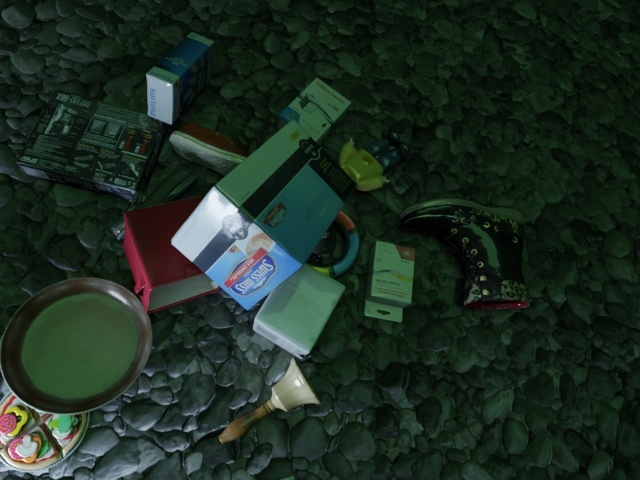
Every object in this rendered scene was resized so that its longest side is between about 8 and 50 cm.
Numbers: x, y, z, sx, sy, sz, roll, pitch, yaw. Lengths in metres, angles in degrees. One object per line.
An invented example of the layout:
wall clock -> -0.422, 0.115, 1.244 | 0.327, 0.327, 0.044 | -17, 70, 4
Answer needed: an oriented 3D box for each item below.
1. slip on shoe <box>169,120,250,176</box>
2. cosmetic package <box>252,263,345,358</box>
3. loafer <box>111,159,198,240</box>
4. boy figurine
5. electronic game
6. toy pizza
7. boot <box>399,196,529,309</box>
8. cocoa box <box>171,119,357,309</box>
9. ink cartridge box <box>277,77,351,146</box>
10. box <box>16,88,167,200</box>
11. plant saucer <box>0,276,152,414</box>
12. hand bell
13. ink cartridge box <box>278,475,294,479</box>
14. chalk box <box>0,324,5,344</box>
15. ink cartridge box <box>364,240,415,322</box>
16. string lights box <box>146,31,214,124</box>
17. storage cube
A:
slip on shoe -> -0.256, -0.240, 1.261 | 0.331, 0.123, 0.101 | 26, 63, 5
cosmetic package -> -0.056, 0.169, 1.117 | 0.151, 0.151, 0.184 | 31, 68, 2
loafer -> -0.444, -0.109, 1.181 | 0.084, 0.096, 0.267 | 47, 59, -6
boy figurine -> 0.122, -0.226, 1.334 | 0.285, 0.092, 0.177 | -31, 80, -23
electronic game -> 0.000, 0.000, 1.248 | 0.228, 0.048, 0.230 | 3, 69, -8
toy pizza -> -0.618, 0.398, 0.993 | 0.201, 0.032, 0.202 | 4, 69, -9
boot -> 0.412, 0.040, 1.265 | 0.376, 0.138, 0.285 | 6, 68, -14
cocoa box -> -0.111, -0.065, 1.023 | 0.228, 0.231, 0.347 | 44, 41, -9
ink cartridge box -> -0.019, -0.378, 1.371 | 0.139, 0.082, 0.191 | 37, 69, 5
box -> -0.605, -0.257, 1.222 | 0.306, 0.076, 0.243 | 13, 67, -5
plant saucer -> -0.551, 0.238, 1.040 | 0.310, 0.050, 0.311 | 7, 62, -14
hand bell -> -0.131, 0.395, 1.058 | 0.241, 0.126, 0.126 | -32, 78, -8
ink cartridge box -> -0.134, 0.620, 1.002 | 0.179, 0.045, 0.146 | -1, 68, -30
chalk box -> -0.814, 0.207, 0.955 | 0.289, 0.179, 0.180 | 43, 67, 6
ink cartridge box -> 0.188, 0.112, 1.228 | 0.115, 0.067, 0.199 | 11, 68, -6
string lights box -> -0.391, -0.459, 1.268 | 0.076, 0.133, 0.260 | 21, 50, -2
storage cube -> -0.351, 0.035, 1.080 | 0.214, 0.184, 0.193 | -16, 72, -30
